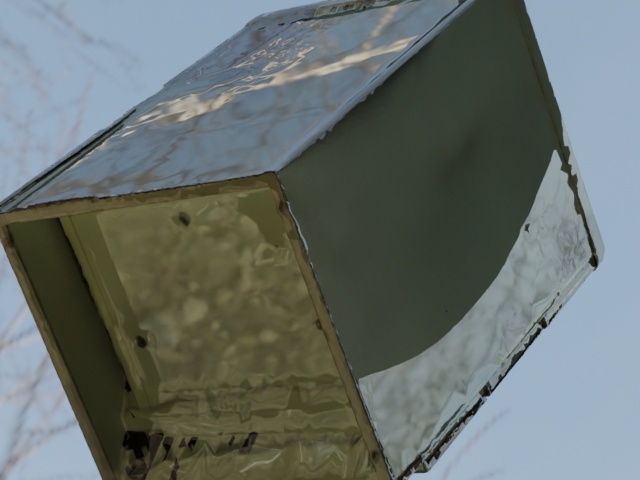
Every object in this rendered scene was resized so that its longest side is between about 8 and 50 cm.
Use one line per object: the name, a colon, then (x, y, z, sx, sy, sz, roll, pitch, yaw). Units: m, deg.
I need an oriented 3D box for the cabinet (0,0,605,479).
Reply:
cabinet: (0.000, 0.000, 0.792, 0.145, 0.206, 0.150, -6, -67, 35)
